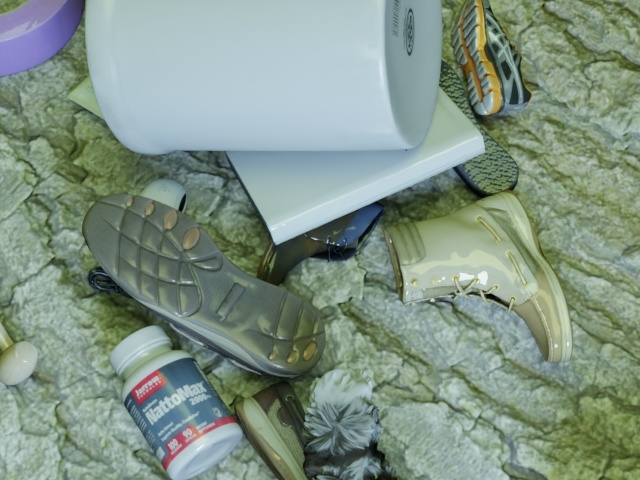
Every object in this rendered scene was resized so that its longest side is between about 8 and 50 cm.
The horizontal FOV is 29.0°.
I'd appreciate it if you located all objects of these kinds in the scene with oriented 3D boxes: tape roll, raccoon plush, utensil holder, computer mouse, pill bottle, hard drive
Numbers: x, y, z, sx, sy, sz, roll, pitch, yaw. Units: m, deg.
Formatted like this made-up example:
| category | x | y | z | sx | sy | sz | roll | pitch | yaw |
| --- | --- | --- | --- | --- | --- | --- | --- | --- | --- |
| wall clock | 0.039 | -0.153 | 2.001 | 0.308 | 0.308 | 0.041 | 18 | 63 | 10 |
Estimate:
| category | x | y | z | sx | sy | sz | roll | pitch | yaw |
| --- | --- | --- | --- | --- | --- | --- | --- | --- | --- |
| tape roll | -0.492 | -0.381 | 1.835 | 0.275 | 0.090 | 0.274 | 1 | 64 | -2 |
| raccoon plush | 0.098 | 0.400 | 1.408 | 0.216 | 0.299 | 0.446 | -3 | 54 | 3 |
| utensil holder | -0.059 | -0.272 | 1.621 | 0.385 | 0.327 | 0.327 | 3 | 63 | 18 |
| computer mouse | -0.240 | -0.011 | 1.696 | 0.106 | 0.042 | 0.193 | 14 | 64 | 4 |
| pill bottle | -0.189 | 0.202 | 1.561 | 0.108 | 0.108 | 0.180 | -31 | 69 | -17 |
| hard drive | 0.042 | -0.122 | 1.688 | 0.307 | 0.040 | 0.203 | -24 | 41 | -7 |

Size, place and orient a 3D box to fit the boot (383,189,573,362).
| category | x | y | z | sx | sy | sz | roll | pitch | yaw |
| --- | --- | --- | --- | --- | --- | --- | --- | --- | --- |
| boot | 0.209 | 0.067 | 1.656 | 0.203 | 0.095 | 0.262 | -15 | 64 | -11 |

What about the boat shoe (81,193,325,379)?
| category | x | y | z | sx | sy | sz | roll | pitch | yaw |
| --- | --- | --- | --- | --- | --- | --- | --- | --- | --- |
| boat shoe | -0.162 | 0.076 | 1.605 | 0.355 | 0.130 | 0.132 | 36 | 63 | 5 |

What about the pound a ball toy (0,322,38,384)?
| category | x | y | z | sx | sy | sz | roll | pitch | yaw |
| --- | --- | --- | --- | --- | --- | --- | --- | --- | --- |
| pound a ball toy | -0.540 | 0.104 | 1.593 | 0.208 | 0.136 | 0.319 | -25 | 66 | -42 |

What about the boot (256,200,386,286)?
| category | x | y | z | sx | sy | sz | roll | pitch | yaw |
| --- | --- | --- | --- | --- | --- | --- | --- | --- | --- |
| boot | 0.000 | 0.000 | 1.684 | 0.106 | 0.082 | 0.219 | 27 | 64 | 12 |

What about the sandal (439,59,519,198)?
| category | x | y | z | sx | sy | sz | roll | pitch | yaw |
| --- | --- | --- | --- | --- | --- | --- | --- | --- | --- |
| sandal | 0.190 | -0.160 | 1.794 | 0.097 | 0.054 | 0.254 | -29 | 73 | -6 |

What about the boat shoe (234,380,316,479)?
| category | x | y | z | sx | sy | sz | roll | pitch | yaw |
| --- | --- | --- | --- | --- | --- | --- | --- | --- | --- |
| boat shoe | 0.005 | 0.291 | 1.534 | 0.092 | 0.103 | 0.285 | -36 | 65 | -13 |

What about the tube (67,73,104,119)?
| category | x | y | z | sx | sy | sz | roll | pitch | yaw |
| --- | --- | --- | --- | --- | --- | --- | --- | --- | --- |
| tube | -0.262 | -0.275 | 1.816 | 0.070 | 0.062 | 0.240 | 14 | 61 | 49 |

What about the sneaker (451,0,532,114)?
| category | x | y | z | sx | sy | sz | roll | pitch | yaw |
| --- | --- | --- | --- | --- | --- | --- | --- | --- | --- |
| sneaker | 0.255 | -0.279 | 1.843 | 0.083 | 0.084 | 0.215 | 0 | 66 | -20 |
